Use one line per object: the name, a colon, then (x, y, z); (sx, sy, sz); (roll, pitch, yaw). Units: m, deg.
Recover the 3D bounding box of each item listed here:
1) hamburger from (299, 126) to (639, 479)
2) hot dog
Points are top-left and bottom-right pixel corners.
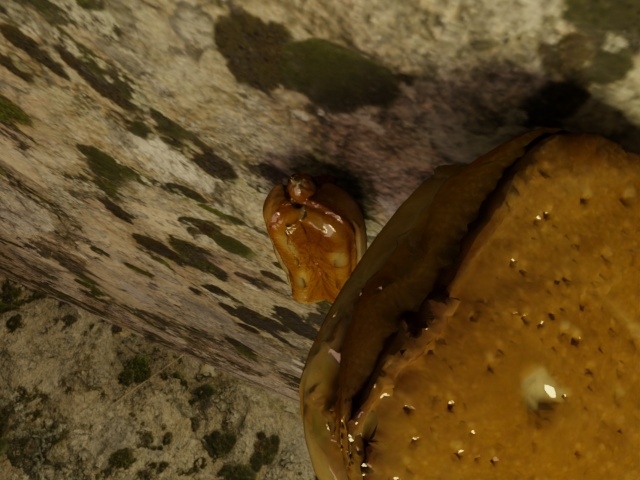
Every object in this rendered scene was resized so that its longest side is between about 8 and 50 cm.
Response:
hamburger: (0.144, 0.091, 0.415); (0.284, 0.304, 0.174); (43, 163, -21)
hot dog: (0.000, 0.000, 0.650); (0.102, 0.076, 0.249); (6, 154, 10)
